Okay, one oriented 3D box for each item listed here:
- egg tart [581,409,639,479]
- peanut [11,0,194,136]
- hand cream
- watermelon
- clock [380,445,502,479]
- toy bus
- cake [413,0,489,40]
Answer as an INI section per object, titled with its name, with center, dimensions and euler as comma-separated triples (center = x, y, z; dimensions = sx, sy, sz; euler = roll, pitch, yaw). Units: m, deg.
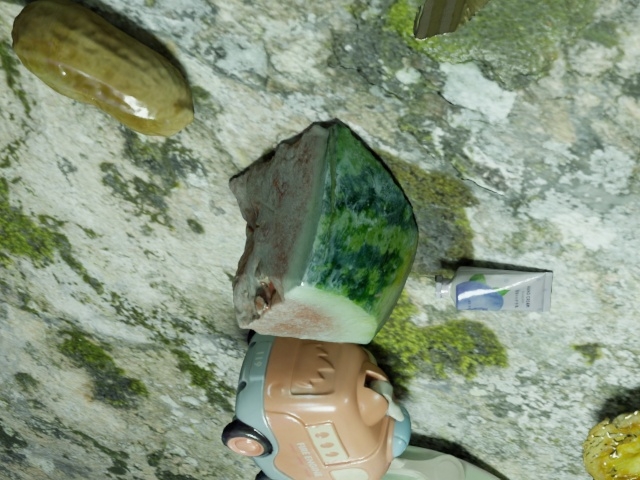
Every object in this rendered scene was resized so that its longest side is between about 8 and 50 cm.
[egg tart]
center = 0.463, 0.288, 1.837
dimensions = 0.231, 0.098, 0.252
euler = 19, 145, 18
[peanut]
center = -0.240, -0.190, 1.558
dimensions = 0.226, 0.095, 0.108
euler = 29, 164, -17
[hand cream]
center = 0.210, 0.061, 1.700
dimensions = 0.142, 0.053, 0.084
euler = 5, 145, 9
[watermelon]
center = 0.000, 0.000, 1.674
dimensions = 0.231, 0.193, 0.310
euler = -6, 156, 9
[clock]
center = 0.150, 0.413, 2.180
dimensions = 0.324, 0.109, 0.265
euler = 34, 148, -31
[toy bus]
center = 0.005, 0.242, 1.986
dimensions = 0.232, 0.194, 0.288
euler = -6, 139, 20
[cake]
center = 0.128, -0.220, 1.251
dimensions = 0.052, 0.121, 0.065
euler = 4, 152, 37
